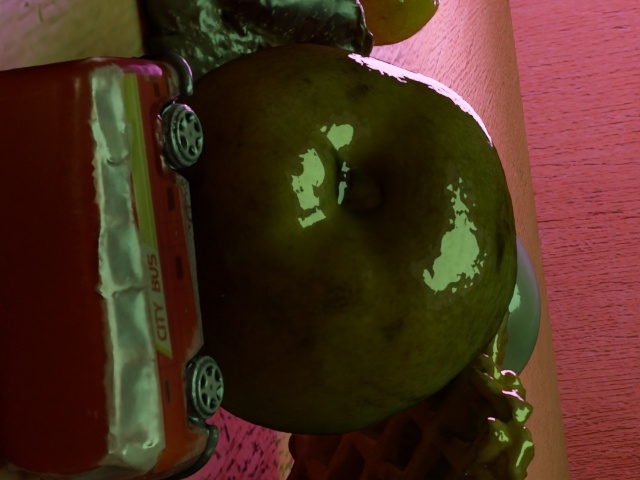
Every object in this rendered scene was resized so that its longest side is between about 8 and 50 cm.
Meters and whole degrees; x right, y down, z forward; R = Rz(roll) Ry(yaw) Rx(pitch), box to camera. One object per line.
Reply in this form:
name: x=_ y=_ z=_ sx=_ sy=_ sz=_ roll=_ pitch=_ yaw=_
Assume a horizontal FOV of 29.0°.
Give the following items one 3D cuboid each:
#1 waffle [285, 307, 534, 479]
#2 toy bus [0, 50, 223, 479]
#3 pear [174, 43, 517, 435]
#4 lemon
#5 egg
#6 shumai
waffle: x=0.041 y=0.147 z=0.687 sx=0.059 sy=0.238 sz=0.243 roll=25 pitch=50 yaw=-21
toy bus: x=-0.090 y=0.014 z=0.481 sx=0.077 sy=0.079 sz=0.174 roll=-6 pitch=92 yaw=-66
pear: x=0.000 y=0.000 z=0.595 sx=0.200 sy=0.200 sz=0.200 roll=-5 pitch=90 yaw=-75
lemon: x=0.046 y=-0.209 z=0.987 sx=0.133 sy=0.109 sz=0.109 roll=-44 pitch=128 yaw=-63
egg: x=0.113 y=0.048 z=1.071 sx=0.149 sy=0.149 sz=0.192 roll=-47 pitch=121 yaw=-70
shumai: x=-0.043 y=-0.140 z=0.688 sx=0.139 sy=0.105 sz=0.123 roll=62 pitch=14 yaw=14
